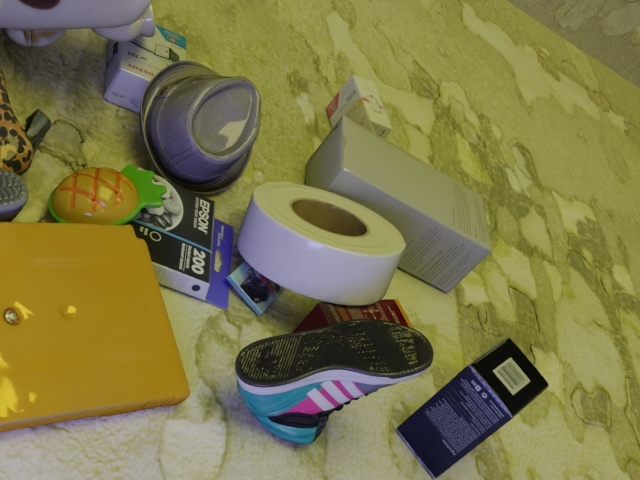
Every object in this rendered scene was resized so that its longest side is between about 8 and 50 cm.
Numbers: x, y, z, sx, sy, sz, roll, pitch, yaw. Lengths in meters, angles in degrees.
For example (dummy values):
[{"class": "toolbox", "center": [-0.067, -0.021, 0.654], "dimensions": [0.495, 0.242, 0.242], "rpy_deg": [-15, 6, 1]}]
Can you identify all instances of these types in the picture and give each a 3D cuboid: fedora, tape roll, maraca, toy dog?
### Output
[{"class": "fedora", "center": [-0.192, -0.217, 1.616], "dimensions": [0.244, 0.124, 0.275], "rpy_deg": [57, 48, -17]}, {"class": "tape roll", "center": [0.000, 0.000, 1.573], "dimensions": [0.286, 0.100, 0.286], "rpy_deg": [17, 21, -7]}, {"class": "maraca", "center": [-0.332, -0.067, 1.405], "dimensions": [0.185, 0.099, 0.127], "rpy_deg": [-22, 56, -32]}, {"class": "toy dog", "center": [-0.489, -0.429, 1.491], "dimensions": [0.407, 0.285, 0.395], "rpy_deg": [-7, 34, -11]}]

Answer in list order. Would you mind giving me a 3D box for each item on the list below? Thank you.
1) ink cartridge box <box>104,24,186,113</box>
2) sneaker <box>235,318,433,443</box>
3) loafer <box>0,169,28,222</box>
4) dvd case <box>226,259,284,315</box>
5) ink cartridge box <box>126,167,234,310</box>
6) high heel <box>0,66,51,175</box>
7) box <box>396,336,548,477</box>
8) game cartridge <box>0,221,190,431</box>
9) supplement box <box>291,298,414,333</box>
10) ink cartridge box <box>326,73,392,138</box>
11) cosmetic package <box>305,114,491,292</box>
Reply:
[{"class": "ink cartridge box", "center": [-0.333, -0.332, 1.721], "dimensions": [0.139, 0.082, 0.191], "rpy_deg": [19, 39, -28]}, {"class": "sneaker", "center": [0.018, 0.224, 1.366], "dimensions": [0.295, 0.178, 0.124], "rpy_deg": [-5, 50, -9]}, {"class": "loafer", "center": [-0.528, -0.034, 1.221], "dimensions": [0.251, 0.087, 0.094], "rpy_deg": [-6, 56, -26]}, {"class": "dvd case", "center": [-0.105, 0.068, 1.551], "dimensions": [0.087, 0.013, 0.119], "rpy_deg": [50, 33, -3]}, {"class": "ink cartridge box", "center": [-0.229, -0.004, 1.498], "dimensions": [0.208, 0.045, 0.206], "rpy_deg": [25, 38, -24]}, {"class": "high heel", "center": [-0.545, -0.209, 1.375], "dimensions": [0.261, 0.093, 0.186], "rpy_deg": [37, 28, -21]}, {"class": "box", "center": [0.253, 0.279, 1.502], "dimensions": [0.108, 0.207, 0.153], "rpy_deg": [51, 35, 14]}, {"class": "game cartridge", "center": [-0.355, 0.108, 1.225], "dimensions": [0.323, 0.052, 0.285], "rpy_deg": [1, 61, -45]}, {"class": "supplement box", "center": [0.056, 0.162, 1.533], "dimensions": [0.188, 0.104, 0.081], "rpy_deg": [2, 50, -42]}, {"class": "ink cartridge box", "center": [0.089, -0.259, 2.004], "dimensions": [0.067, 0.115, 0.198], "rpy_deg": [14, 44, -33]}, {"class": "cosmetic package", "center": [0.157, -0.073, 1.835], "dimensions": [0.365, 0.155, 0.197], "rpy_deg": [27, 37, -17]}]
